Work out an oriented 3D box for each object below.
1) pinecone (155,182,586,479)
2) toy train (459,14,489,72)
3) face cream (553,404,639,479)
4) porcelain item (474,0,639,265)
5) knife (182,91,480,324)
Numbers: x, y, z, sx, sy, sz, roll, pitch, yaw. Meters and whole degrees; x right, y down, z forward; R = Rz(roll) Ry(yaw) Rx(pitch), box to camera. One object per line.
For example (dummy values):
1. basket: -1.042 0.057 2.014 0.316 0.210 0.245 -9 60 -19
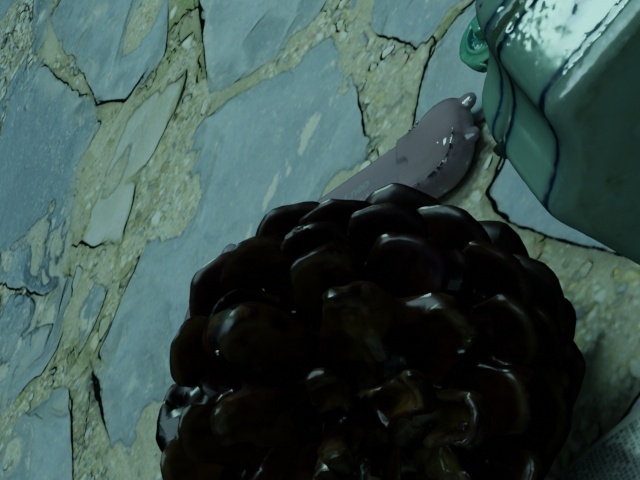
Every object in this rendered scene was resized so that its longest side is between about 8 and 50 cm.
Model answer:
1. pinecone: 0.024 0.097 1.013 0.298 0.242 0.296 -29 15 8
2. toy train: 0.195 -0.171 1.141 0.198 0.107 0.154 8 68 58
3. face cream: 0.164 0.179 0.982 0.244 0.058 0.092 -46 26 21
4. porcelain item: 0.249 -0.111 0.837 0.286 0.281 0.157 -53 32 22
5. knife: 0.001 0.000 1.374 0.398 0.038 0.132 -36 43 37
